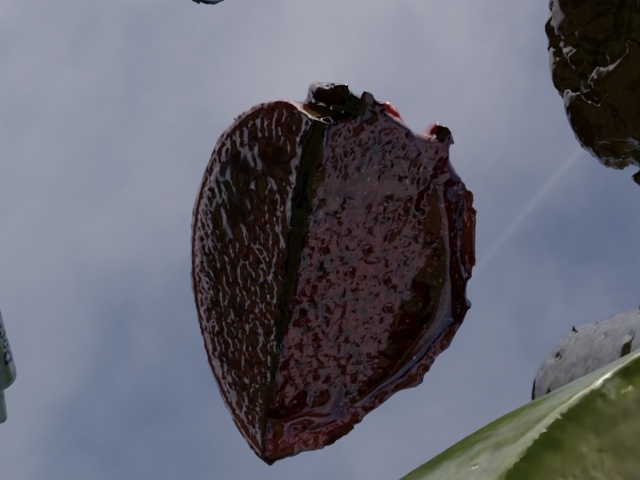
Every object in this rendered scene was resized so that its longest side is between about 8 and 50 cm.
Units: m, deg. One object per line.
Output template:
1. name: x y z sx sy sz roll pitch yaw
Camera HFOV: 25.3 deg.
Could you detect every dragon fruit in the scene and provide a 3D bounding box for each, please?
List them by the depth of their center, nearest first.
1. dragon fruit: 0.000 0.000 0.954 0.189 0.163 0.261 23 -60 23

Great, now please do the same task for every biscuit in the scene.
1. biscuit: 0.207 -0.132 0.785 0.226 0.042 0.225 0 -90 47

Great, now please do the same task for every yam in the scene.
1. yam: 0.265 0.099 1.040 0.133 0.133 0.330 62 -16 7

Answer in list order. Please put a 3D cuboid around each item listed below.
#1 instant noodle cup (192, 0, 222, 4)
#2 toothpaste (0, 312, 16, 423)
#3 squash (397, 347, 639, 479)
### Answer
1. instant noodle cup: -0.012 -0.240 0.833 0.212 0.193 0.193 -25 -95 28
2. toothpaste: -0.222 0.015 0.870 0.041 0.064 0.218 -13 -70 -12
3. squash: 0.154 0.112 0.461 0.261 0.189 0.189 -26 -95 7
